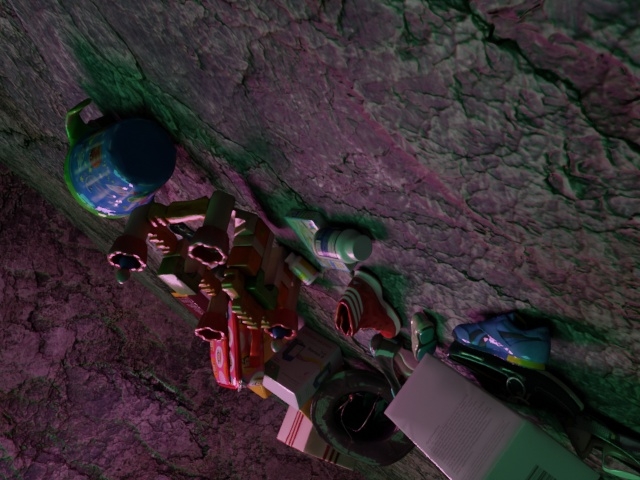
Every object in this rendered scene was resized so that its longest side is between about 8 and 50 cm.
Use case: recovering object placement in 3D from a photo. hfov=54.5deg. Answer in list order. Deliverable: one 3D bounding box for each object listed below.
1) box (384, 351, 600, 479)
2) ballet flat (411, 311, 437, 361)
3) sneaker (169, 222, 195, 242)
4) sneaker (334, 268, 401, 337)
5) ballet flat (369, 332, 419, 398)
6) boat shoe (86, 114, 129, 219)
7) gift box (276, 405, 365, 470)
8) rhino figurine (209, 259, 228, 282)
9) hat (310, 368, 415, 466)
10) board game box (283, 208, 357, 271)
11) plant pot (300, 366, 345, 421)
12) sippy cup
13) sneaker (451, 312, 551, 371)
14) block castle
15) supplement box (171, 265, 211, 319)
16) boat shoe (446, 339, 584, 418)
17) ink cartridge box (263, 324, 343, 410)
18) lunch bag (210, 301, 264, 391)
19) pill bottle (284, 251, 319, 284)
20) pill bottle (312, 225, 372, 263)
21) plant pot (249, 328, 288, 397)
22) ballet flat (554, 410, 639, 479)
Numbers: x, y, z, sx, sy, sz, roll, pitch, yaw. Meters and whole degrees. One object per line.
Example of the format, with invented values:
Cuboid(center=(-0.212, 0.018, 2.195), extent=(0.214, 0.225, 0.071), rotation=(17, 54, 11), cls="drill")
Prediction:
Cuboid(center=(0.313, 0.389, 1.208), extent=(0.215, 0.168, 0.345), rotation=(38, 176, -20), cls="box")
Cuboid(center=(0.219, 0.204, 1.331), extent=(0.168, 0.057, 0.052), rotation=(81, 163, -54), cls="ballet flat")
Cuboid(center=(-0.418, -0.009, 1.968), extent=(0.135, 0.052, 0.058), rotation=(45, 169, 7), cls="sneaker")
Cuboid(center=(0.092, 0.172, 1.353), extent=(0.087, 0.128, 0.221), rotation=(18, 149, 45), cls="sneaker")
Cuboid(center=(0.210, 0.333, 1.531), extent=(0.096, 0.095, 0.280), rotation=(3, 140, 39), cls="ballet flat")
Cuboid(center=(-0.525, -0.181, 1.692), extent=(0.132, 0.130, 0.355), rotation=(20, 145, 35), cls="boat shoe")
Cuboid(center=(0.034, 0.638, 2.205), extent=(0.276, 0.258, 0.255), rotation=(29, 163, -27), cls="gift box")
Cuboid(center=(-0.279, 0.102, 1.860), extent=(0.073, 0.106, 0.243), rotation=(46, 158, -15), cls="rhino figurine")
Cuboid(center=(0.143, 0.513, 1.883), extent=(0.331, 0.331, 0.134), rotation=(40, -162, 0), cls="hat")
Cuboid(center=(0.000, 0.000, 1.309), extent=(0.103, 0.026, 0.154), rotation=(10, 144, 52), cls="board game box")
Cuboid(center=(-0.015, 0.460, 1.986), extent=(0.205, 0.188, 0.205), rotation=(43, 167, 12), cls="plant pot")
Cuboid(center=(-0.459, -0.183, 1.477), extent=(0.306, 0.240, 0.224), rotation=(16, 163, -35), cls="sippy cup")
Cuboid(center=(0.310, 0.159, 1.066), extent=(0.069, 0.082, 0.209), rotation=(10, 180, -27), cls="sneaker")
Cuboid(center=(-0.251, 0.101, 1.484), extent=(0.303, 0.212, 0.453), rotation=(-6, 144, 23), cls="block castle")
Cuboid(center=(-0.407, 0.209, 2.251), extent=(0.194, 0.129, 0.191), rotation=(47, 158, -15), cls="supplement box")
Cuboid(center=(0.354, 0.254, 1.146), extent=(0.255, 0.079, 0.095), rotation=(34, 158, 16), cls="boat shoe")
Cuboid(center=(-0.057, 0.381, 1.883), extent=(0.154, 0.212, 0.093), rotation=(26, 142, 34), cls="ink cartridge box")
Cuboid(center=(-0.237, 0.288, 1.833), extent=(0.258, 0.120, 0.293), rotation=(-13, 80, 63), cls="lunch bag")
Cuboid(center=(-0.047, 0.066, 1.491), extent=(0.083, 0.043, 0.043), rotation=(43, 159, -5), cls="pill bottle")
Cuboid(center=(0.043, 0.009, 1.199), extent=(0.120, 0.067, 0.067), rotation=(9, 142, 54), cls="pill bottle")
Cuboid(center=(-0.213, 0.384, 2.195), extent=(0.212, 0.212, 0.187), rotation=(23, 140, 37), cls="plant pot")
Cuboid(center=(0.511, 0.369, 1.111), extent=(0.222, 0.079, 0.077), rotation=(23, 154, 38), cls="ballet flat")
